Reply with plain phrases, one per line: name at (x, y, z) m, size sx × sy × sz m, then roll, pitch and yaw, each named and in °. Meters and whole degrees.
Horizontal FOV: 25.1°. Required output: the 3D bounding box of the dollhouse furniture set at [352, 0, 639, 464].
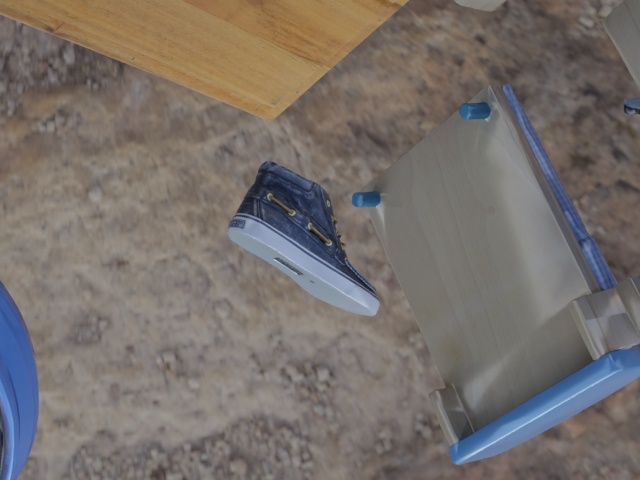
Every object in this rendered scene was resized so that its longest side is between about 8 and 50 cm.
dollhouse furniture set at (0.166, -0.053, 0.891) m, size 0.198 × 0.286 × 0.303 m, roll -5°, pitch 153°, yaw -45°

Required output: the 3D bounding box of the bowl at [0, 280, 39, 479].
bowl at (-0.414, 0.131, 1.099) m, size 0.391 × 0.077 × 0.391 m, roll -3°, pitch 124°, yaw -5°

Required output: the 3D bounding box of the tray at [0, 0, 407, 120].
tray at (-0.092, -0.203, 0.855) m, size 0.203 × 0.076 × 0.411 m, roll -40°, pitch 150°, yaw 22°

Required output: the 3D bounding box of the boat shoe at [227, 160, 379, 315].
boat shoe at (0.000, 0.000, 1.378) m, size 0.183 × 0.065 × 0.083 m, roll 35°, pitch 70°, yaw -30°

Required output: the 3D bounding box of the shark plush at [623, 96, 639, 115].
shark plush at (0.306, -0.109, 1.063) m, size 0.073 × 0.067 × 0.161 m, roll 41°, pitch 139°, yaw -24°
